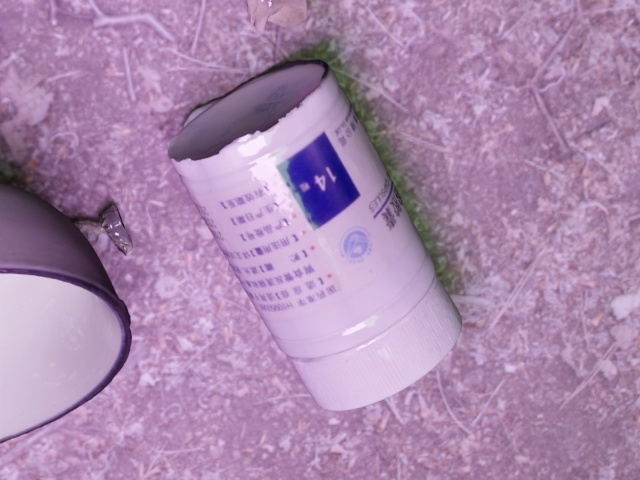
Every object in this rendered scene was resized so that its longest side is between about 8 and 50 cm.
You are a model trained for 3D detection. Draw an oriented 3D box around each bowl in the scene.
[{"bbox_3d":[-0.368,0.050,1.535,0.353,0.185,0.354,-14,151,-8],"label":"bowl"}]

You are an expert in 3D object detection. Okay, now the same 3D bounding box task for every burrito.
[{"bbox_3d":[-0.065,-0.317,1.631,0.087,0.060,0.226,-18,110,-10],"label":"burrito"}]

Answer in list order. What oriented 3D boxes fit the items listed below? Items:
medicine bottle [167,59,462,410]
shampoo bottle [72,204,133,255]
[{"bbox_3d":[0.000,0.000,1.680,0.190,0.190,0.332,-29,111,0],"label":"medicine bottle"},{"bbox_3d":[-0.301,0.018,1.698,0.207,0.057,0.064,-21,111,-3],"label":"shampoo bottle"}]
